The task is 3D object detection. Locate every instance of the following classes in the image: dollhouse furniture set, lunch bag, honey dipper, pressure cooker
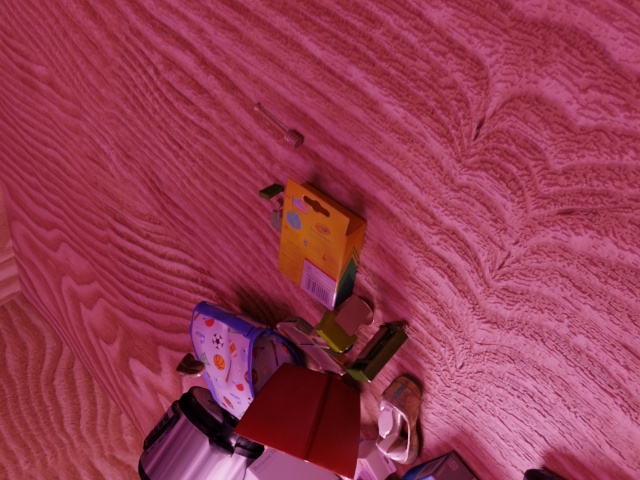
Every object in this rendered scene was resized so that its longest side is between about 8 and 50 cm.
[{"bbox_3d":[0.044,0.231,1.668,0.197,0.151,0.301,47,158,-12],"label":"dollhouse furniture set"},{"bbox_3d":[-0.220,0.375,2.025,0.328,0.239,0.385,15,135,45],"label":"lunch bag"},{"bbox_3d":[-0.107,-0.277,1.561,0.161,0.030,0.030,42,142,22],"label":"honey dipper"},{"bbox_3d":[-0.119,-0.069,1.710,0.076,0.058,0.151,26,135,35],"label":"dollhouse furniture set"},{"bbox_3d":[-0.396,0.723,2.336,0.370,0.420,0.375,34,178,36],"label":"pressure cooker"}]

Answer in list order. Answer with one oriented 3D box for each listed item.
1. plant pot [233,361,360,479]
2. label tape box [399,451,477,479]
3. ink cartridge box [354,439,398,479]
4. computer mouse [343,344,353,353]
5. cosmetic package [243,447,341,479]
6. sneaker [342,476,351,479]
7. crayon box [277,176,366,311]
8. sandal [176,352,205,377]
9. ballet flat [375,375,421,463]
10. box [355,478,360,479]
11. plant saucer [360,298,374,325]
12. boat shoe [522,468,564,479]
[{"bbox_3d":[-0.034,0.496,1.841,0.267,0.236,0.267,7,157,38],"label":"plant pot"},{"bbox_3d":[0.376,0.749,1.742,0.333,0.106,0.240,49,144,8],"label":"label tape box"},{"bbox_3d":[0.151,0.655,1.937,0.143,0.090,0.092,-26,97,54],"label":"ink cartridge box"},{"bbox_3d":[0.016,0.279,1.853,0.071,0.041,0.242,50,152,-21],"label":"computer mouse"},{"bbox_3d":[-0.058,0.872,2.237,0.385,0.217,0.156,38,141,17],"label":"cosmetic package"},{"bbox_3d":[0.103,0.754,2.079,0.234,0.078,0.106,39,138,19],"label":"sneaker"},{"bbox_3d":[0.000,0.000,1.609,0.202,0.081,0.318,36,140,25],"label":"crayon box"},{"bbox_3d":[-0.402,0.403,2.052,0.049,0.072,0.180,49,157,-25],"label":"sandal"},{"bbox_3d":[0.200,0.507,1.748,0.123,0.123,0.348,28,136,32],"label":"ballet flat"},{"bbox_3d":[0.192,0.848,1.921,0.270,0.143,0.165,23,143,13],"label":"box"},{"bbox_3d":[0.109,0.180,1.681,0.083,0.015,0.083,28,135,32],"label":"plant saucer"},{"bbox_3d":[0.573,0.598,1.410,0.301,0.108,0.102,28,138,43],"label":"boat shoe"}]
